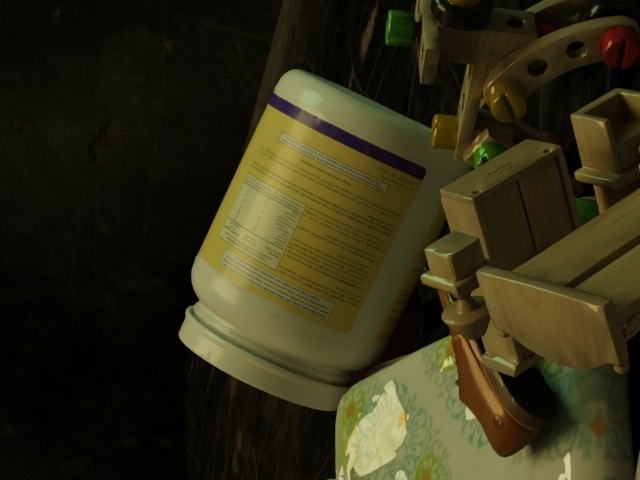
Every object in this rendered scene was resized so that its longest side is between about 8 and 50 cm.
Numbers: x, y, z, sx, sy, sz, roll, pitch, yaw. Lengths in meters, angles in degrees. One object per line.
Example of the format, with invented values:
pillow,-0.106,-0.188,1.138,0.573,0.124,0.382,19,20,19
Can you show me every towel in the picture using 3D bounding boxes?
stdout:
towel,0.147,0.234,1.747,0.374,0.090,0.320,-30,52,45

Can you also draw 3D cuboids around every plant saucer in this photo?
plant saucer,0.079,0.171,2.276,0.259,0.047,0.258,61,-144,-74

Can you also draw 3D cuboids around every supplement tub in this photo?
supplement tub,0.000,0.000,2.103,0.331,0.241,0.241,-64,14,6

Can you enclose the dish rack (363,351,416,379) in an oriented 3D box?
dish rack,0.123,0.233,1.944,0.333,0.072,0.285,-21,58,54

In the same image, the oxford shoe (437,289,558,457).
oxford shoe,0.142,0.104,1.687,0.076,0.076,0.212,-57,34,33

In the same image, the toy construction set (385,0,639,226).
toy construction set,0.166,-0.116,1.800,0.257,0.237,0.309,121,154,-63

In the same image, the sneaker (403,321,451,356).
sneaker,0.133,0.205,2.093,0.125,0.104,0.262,120,155,-57

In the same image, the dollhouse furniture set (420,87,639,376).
dollhouse furniture set,0.275,0.034,1.477,0.355,0.303,0.174,18,132,53

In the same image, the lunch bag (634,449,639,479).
lunch bag,0.283,0.186,1.487,0.083,0.053,0.071,132,148,-87

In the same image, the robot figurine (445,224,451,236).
robot figurine,0.180,-0.019,2.092,0.115,0.067,0.101,112,172,-48

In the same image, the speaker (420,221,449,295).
speaker,0.161,0.004,2.210,0.136,0.055,0.055,109,164,-44

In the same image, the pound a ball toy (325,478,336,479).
pound a ball toy,0.026,0.453,2.365,0.208,0.135,0.319,-104,24,-63
